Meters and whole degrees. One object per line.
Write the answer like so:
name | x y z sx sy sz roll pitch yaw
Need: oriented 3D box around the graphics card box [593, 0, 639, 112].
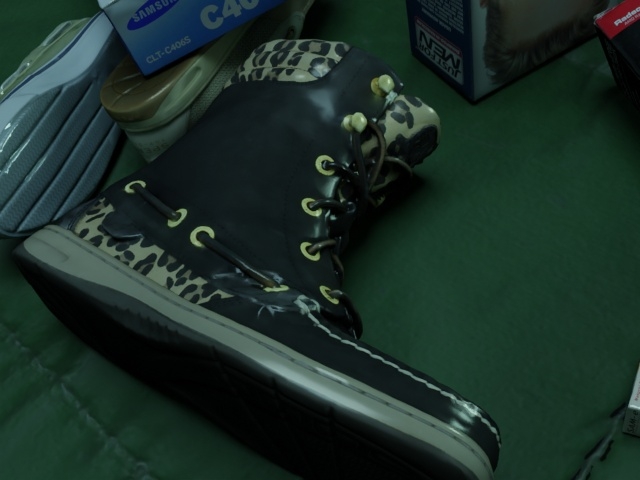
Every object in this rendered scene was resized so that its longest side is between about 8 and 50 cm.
graphics card box | 0.381 -0.085 0.628 0.232 0.094 0.371 -30 47 10

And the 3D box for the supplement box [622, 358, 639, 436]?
supplement box | 0.247 0.101 0.576 0.098 0.036 0.062 15 55 22

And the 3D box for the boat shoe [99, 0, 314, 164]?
boat shoe | -0.074 -0.185 0.844 0.109 0.098 0.302 13 55 37

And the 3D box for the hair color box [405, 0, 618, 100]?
hair color box | 0.153 -0.300 0.726 0.174 0.347 0.105 -30 51 -14

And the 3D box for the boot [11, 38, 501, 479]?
boot | 0.000 0.000 0.652 0.377 0.138 0.284 20 57 32

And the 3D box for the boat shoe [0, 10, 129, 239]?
boat shoe | -0.239 -0.108 0.819 0.094 0.109 0.302 -4 38 25

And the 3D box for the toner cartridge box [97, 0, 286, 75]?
toner cartridge box | -0.144 -0.296 0.854 0.165 0.075 0.348 -29 43 -1
